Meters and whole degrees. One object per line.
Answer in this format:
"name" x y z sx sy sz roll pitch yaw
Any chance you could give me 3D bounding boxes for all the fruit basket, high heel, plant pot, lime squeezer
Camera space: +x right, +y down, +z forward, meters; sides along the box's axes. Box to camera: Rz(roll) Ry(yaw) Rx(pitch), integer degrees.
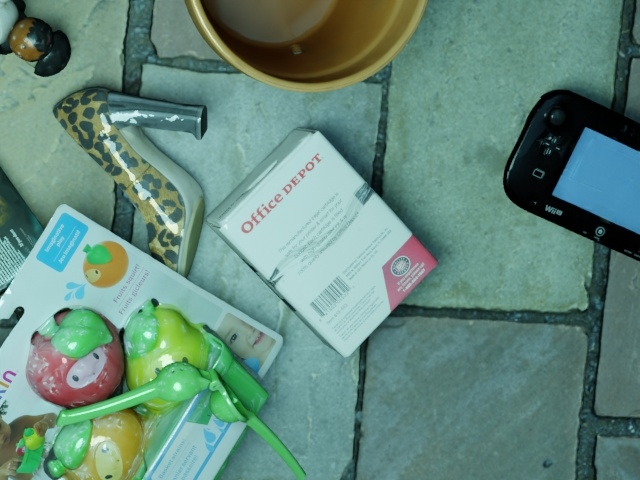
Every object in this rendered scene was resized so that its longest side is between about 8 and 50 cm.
"fruit basket" -0.247 0.178 1.824 0.353 0.165 0.327 35 85 -37
"high heel" -0.238 -0.057 1.886 0.186 0.093 0.261 9 110 7
"plant pot" -0.036 -0.322 1.830 0.291 0.203 0.290 -2 97 -16
"lime squeezer" -0.136 0.200 1.780 0.310 0.059 0.109 16 93 -22

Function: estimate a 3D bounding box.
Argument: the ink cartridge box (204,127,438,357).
"ink cartridge box" 0.000 0.000 1.933 0.172 0.100 0.237 -46 107 -7

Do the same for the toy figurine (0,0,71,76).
"toy figurine" -0.322 -0.295 1.743 0.148 0.209 0.213 29 89 -7

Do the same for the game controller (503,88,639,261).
"game controller" 0.397 -0.075 2.061 0.319 0.067 0.166 23 90 -17

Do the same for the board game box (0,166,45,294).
"board game box" -0.409 -0.025 1.819 0.126 0.026 0.186 -34 89 -12

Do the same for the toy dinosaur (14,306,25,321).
"toy dinosaur" -0.415 0.092 1.844 0.118 0.064 0.268 40 81 -10
